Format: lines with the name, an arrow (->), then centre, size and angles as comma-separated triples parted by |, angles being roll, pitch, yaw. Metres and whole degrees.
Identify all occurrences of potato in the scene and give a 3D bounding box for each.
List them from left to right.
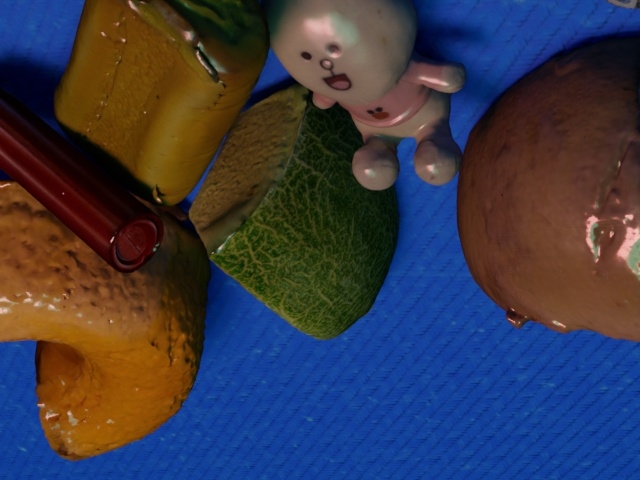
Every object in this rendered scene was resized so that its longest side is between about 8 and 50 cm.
potato -> 0.196, -0.032, 1.649 | 0.264, 0.211, 0.189 | -8, 138, 34

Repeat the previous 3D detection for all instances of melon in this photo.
melon -> 0.000, 0.000, 1.816 | 0.124, 0.196, 0.323 | 22, 164, 36

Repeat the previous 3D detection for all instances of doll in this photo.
doll -> 0.031, -0.166, 1.620 | 0.155, 0.113, 0.275 | -11, 129, 34

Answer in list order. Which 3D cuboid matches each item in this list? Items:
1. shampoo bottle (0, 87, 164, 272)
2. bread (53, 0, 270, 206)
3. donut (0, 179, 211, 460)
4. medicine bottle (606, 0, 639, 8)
shampoo bottle -> -0.265, -0.073, 1.776 | 0.260, 0.064, 0.102 | 39, 174, 20
bread -> -0.137, -0.153, 1.635 | 0.166, 0.112, 0.383 | 42, 157, 2
donut -> -0.321, 0.092, 1.942 | 0.435, 0.163, 0.377 | 7, 146, -17
medicine bottle -> 0.255, -0.263, 1.452 | 0.051, 0.051, 0.191 | 12, 142, 6
